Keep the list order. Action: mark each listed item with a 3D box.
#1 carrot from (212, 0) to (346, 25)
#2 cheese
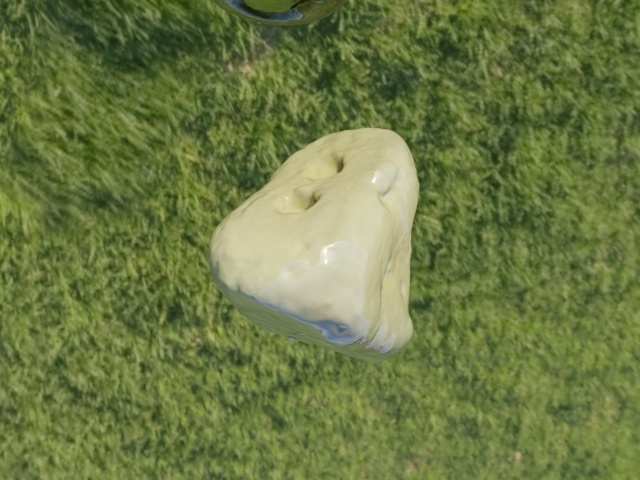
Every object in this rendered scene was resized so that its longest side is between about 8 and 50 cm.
[{"bbox_3d":[-0.035,-0.419,0.969,0.224,0.341,0.224,7,170,1],"label":"carrot"},{"bbox_3d":[-0.002,0.000,0.886,0.248,0.173,0.251,4,97,-64],"label":"cheese"}]
